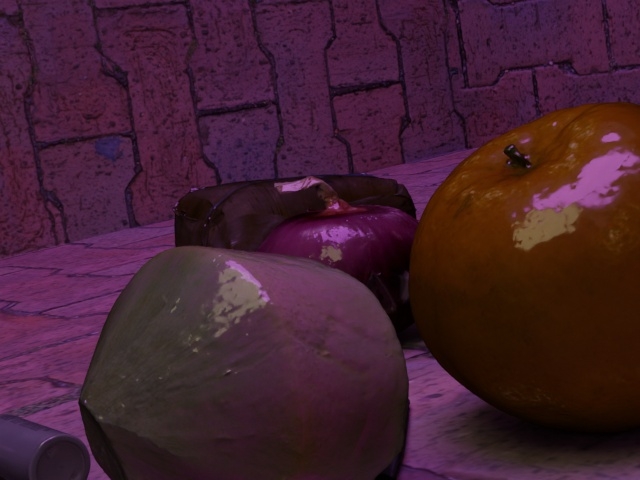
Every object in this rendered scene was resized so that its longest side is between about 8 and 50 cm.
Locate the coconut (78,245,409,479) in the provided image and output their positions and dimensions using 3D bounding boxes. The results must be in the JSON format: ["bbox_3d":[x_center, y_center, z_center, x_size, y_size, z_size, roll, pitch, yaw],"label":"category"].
[{"bbox_3d":[-0.057,0.106,0.769,0.235,0.205,0.236,10,8,-1],"label":"coconut"}]

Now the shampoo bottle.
[{"bbox_3d":[-0.267,0.182,0.998,0.056,0.056,0.195,-15,9,-36],"label":"shampoo bottle"}]

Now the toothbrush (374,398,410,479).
[{"bbox_3d":[0.054,0.160,0.890,0.030,0.031,0.297,18,8,2],"label":"toothbrush"}]

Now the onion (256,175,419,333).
[{"bbox_3d":[0.042,0.037,1.293,0.200,0.201,0.207,-3,-19,37],"label":"onion"}]

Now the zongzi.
[{"bbox_3d":[0.000,0.000,1.573,0.356,0.174,0.393,-7,8,-16],"label":"zongzi"}]

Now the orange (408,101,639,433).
[{"bbox_3d":[0.208,0.025,0.906,0.279,0.235,0.279,-30,19,11],"label":"orange"}]
